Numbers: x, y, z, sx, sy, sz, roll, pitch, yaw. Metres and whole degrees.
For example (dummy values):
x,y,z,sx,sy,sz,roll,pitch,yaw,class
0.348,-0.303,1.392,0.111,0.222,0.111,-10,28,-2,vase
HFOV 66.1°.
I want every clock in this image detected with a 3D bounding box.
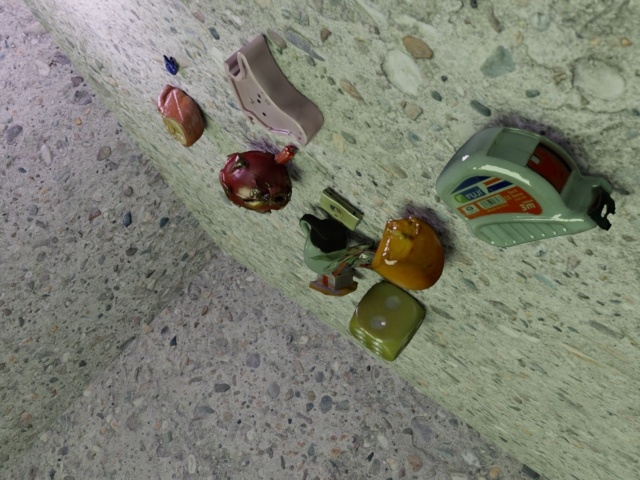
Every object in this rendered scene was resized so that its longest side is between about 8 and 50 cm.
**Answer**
x,y,z,sx,sy,sz,roll,pitch,yaw,class
-0.130,-0.398,1.303,0.275,0.080,0.290,32,162,27,clock

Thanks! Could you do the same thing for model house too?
x,y,z,sx,sy,sz,roll,pitch,yaw,class
0.066,0.138,2.123,0.219,0.208,0.135,20,116,52,model house

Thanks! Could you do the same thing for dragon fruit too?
x,y,z,sx,sy,sz,roll,pitch,yaw,class
-0.230,-0.211,1.746,0.250,0.250,0.315,50,179,-25,dragon fruit

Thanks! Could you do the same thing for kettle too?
x,y,z,sx,sy,sz,roll,pitch,yaw,class
0.000,0.000,1.875,0.221,0.161,0.236,48,164,12,kettle

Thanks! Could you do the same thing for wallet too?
x,y,z,sx,sy,sz,roll,pitch,yaw,class
0.069,-0.106,1.659,0.155,0.039,0.110,39,160,9,wallet

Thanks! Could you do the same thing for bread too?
x,y,z,sx,sy,sz,roll,pitch,yaw,class
-0.549,-0.478,1.961,0.190,0.123,0.244,36,164,14,bread

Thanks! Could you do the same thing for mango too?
x,y,z,sx,sy,sz,roll,pitch,yaw,class
0.250,0.057,1.419,0.199,0.201,0.350,64,-177,28,mango

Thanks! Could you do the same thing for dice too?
x,y,z,sx,sy,sz,roll,pitch,yaw,class
0.264,0.324,1.962,0.227,0.233,0.238,34,162,21,dice

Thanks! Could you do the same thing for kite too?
x,y,z,sx,sy,sz,roll,pitch,yaw,class
0.102,0.063,1.797,0.323,0.013,0.268,9,149,-45,kite

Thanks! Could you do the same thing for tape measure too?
x,y,z,sx,sy,sz,roll,pitch,yaw,class
0.355,-0.098,0.899,0.246,0.125,0.243,42,157,-10,tape measure

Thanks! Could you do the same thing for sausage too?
x,y,z,sx,sy,sz,roll,pitch,yaw,class
-0.113,-0.281,1.609,0.145,0.050,0.048,168,97,-70,sausage

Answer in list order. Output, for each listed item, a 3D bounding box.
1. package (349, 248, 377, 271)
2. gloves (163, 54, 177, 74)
x,y,z,sx,sy,sz,roll,pitch,yaw,class
0.204,0.081,1.776,0.154,0.030,0.239,17,159,-6,package
-0.527,-0.617,1.725,0.064,0.026,0.086,45,163,-4,gloves
